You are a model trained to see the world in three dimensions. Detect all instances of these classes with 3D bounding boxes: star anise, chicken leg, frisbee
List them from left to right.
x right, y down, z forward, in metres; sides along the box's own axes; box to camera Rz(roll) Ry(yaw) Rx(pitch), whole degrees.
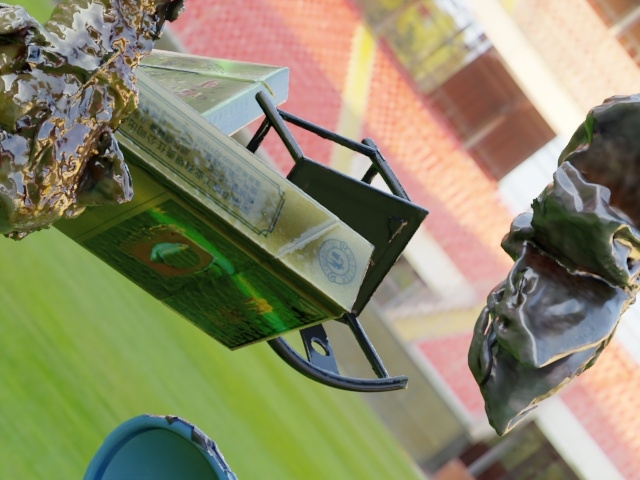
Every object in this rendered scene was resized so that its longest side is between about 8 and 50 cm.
[{"bbox_3d":[-0.125,-0.092,0.869,0.125,0.196,0.080,14,15,-42],"label":"chicken leg"},{"bbox_3d":[-0.130,0.271,1.492,0.045,0.242,0.242,1,40,-44],"label":"frisbee"},{"bbox_3d":[0.211,0.004,1.362,0.117,0.332,0.332,27,-4,8],"label":"star anise"}]

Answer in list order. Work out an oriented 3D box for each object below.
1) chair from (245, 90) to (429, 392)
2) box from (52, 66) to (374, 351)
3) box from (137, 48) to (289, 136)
[{"bbox_3d":[0.000,0.000,1.512,0.154,0.141,0.260,21,22,-31],"label":"chair"},{"bbox_3d":[-0.100,-0.023,1.174,0.240,0.071,0.159,37,-32,-20],"label":"box"},{"bbox_3d":[-0.164,-0.126,1.612,0.311,0.173,0.043,-40,136,-62],"label":"box"}]
